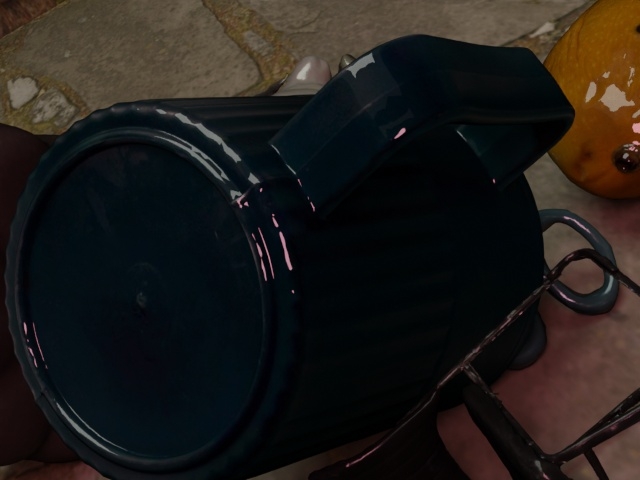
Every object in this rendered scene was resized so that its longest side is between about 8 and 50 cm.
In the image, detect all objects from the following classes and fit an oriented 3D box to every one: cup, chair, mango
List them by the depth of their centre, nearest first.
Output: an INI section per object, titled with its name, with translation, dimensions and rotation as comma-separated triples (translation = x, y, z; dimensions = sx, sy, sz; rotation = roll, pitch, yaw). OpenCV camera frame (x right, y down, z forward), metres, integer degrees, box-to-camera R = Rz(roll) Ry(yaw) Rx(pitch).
[chair]
translation = 0.124, 0.138, 0.713
dimensions = 0.221, 0.140, 0.145
rotation = -34, 30, -1
[cup]
translation = 0.000, 0.019, 0.782
dimensions = 0.308, 0.242, 0.292
rotation = -7, 1, 35
[mango]
translation = 0.290, -0.158, 1.031
dimensions = 0.187, 0.144, 0.359
rotation = -2, 36, 38

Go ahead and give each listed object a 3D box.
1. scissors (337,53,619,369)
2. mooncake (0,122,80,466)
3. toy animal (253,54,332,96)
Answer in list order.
[scissors]
translation = 0.100, -0.037, 0.947
dimensions = 0.138, 0.041, 0.289
rotation = -35, 70, -8
[mooncake]
translation = -0.267, 0.045, 1.063
dimensions = 0.154, 0.306, 0.306
rotation = -1, 40, 40
[toy animal]
translation = 0.012, -0.055, 1.104
dimensions = 0.249, 0.174, 0.289
rotation = -24, 25, -15
